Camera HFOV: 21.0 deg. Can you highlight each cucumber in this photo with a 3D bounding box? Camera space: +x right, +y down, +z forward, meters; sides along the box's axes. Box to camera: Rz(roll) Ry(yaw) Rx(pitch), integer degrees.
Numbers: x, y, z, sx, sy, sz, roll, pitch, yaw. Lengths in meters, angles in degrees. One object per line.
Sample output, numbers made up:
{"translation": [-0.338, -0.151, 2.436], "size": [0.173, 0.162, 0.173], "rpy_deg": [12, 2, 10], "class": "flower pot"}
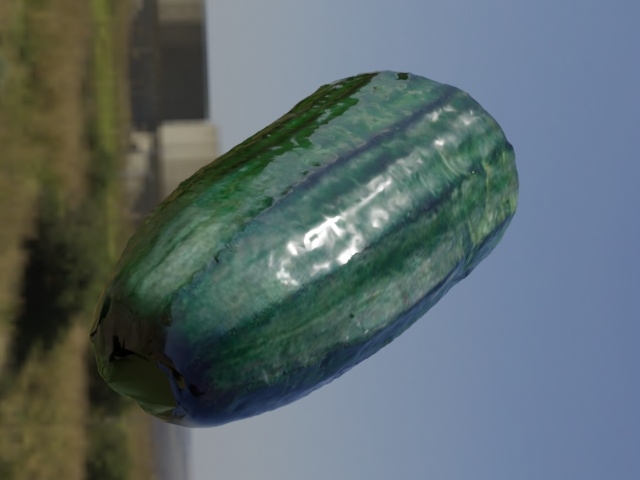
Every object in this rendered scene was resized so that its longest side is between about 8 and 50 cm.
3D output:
{"translation": [0.000, 0.000, 0.722], "size": [0.063, 0.115, 0.244], "rpy_deg": [-43, 179, 41], "class": "cucumber"}
